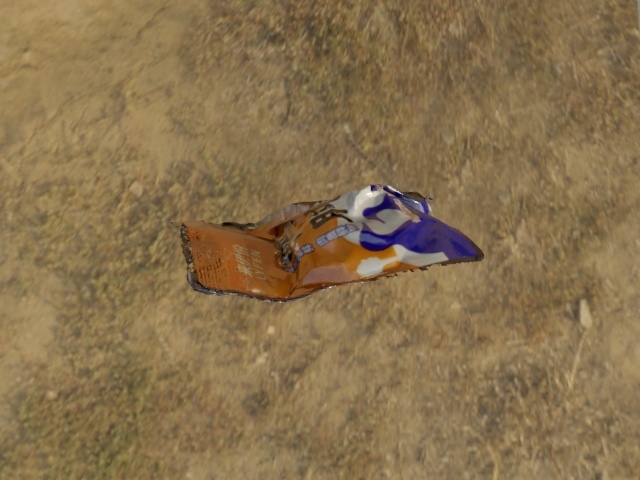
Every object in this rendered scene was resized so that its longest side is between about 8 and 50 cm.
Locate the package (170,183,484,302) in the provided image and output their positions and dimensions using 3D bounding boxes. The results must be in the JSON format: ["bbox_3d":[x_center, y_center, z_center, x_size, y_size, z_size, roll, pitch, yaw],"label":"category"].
[{"bbox_3d":[0.000,0.001,0.405,0.111,0.077,0.033,-9,129,-14],"label":"package"}]

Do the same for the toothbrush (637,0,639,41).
[{"bbox_3d":[0.158,-0.028,0.490,0.022,0.026,0.262,-10,103,-2],"label":"toothbrush"}]
